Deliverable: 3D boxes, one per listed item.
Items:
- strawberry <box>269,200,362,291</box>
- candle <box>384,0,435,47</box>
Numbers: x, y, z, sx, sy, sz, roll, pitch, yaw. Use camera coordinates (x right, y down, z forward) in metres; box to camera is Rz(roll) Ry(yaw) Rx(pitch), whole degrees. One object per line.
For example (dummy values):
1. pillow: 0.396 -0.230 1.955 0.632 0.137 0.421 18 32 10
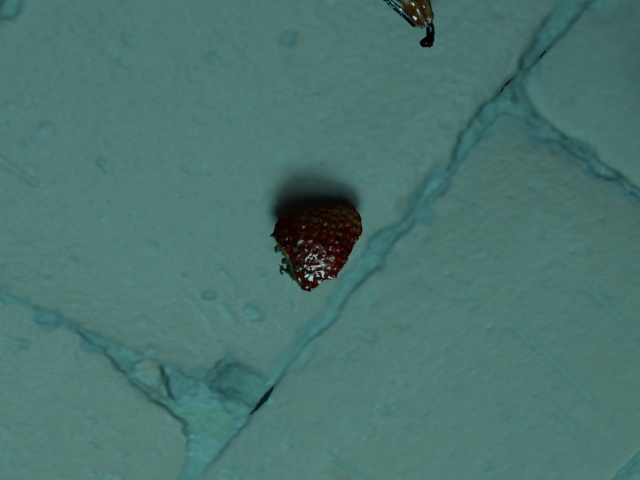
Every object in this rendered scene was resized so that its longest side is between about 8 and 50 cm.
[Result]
1. strawberry: 0.000 0.000 1.279 0.083 0.073 0.073 -28 127 -7
2. candle: 0.044 -0.269 1.099 0.084 0.059 0.301 -15 128 11
